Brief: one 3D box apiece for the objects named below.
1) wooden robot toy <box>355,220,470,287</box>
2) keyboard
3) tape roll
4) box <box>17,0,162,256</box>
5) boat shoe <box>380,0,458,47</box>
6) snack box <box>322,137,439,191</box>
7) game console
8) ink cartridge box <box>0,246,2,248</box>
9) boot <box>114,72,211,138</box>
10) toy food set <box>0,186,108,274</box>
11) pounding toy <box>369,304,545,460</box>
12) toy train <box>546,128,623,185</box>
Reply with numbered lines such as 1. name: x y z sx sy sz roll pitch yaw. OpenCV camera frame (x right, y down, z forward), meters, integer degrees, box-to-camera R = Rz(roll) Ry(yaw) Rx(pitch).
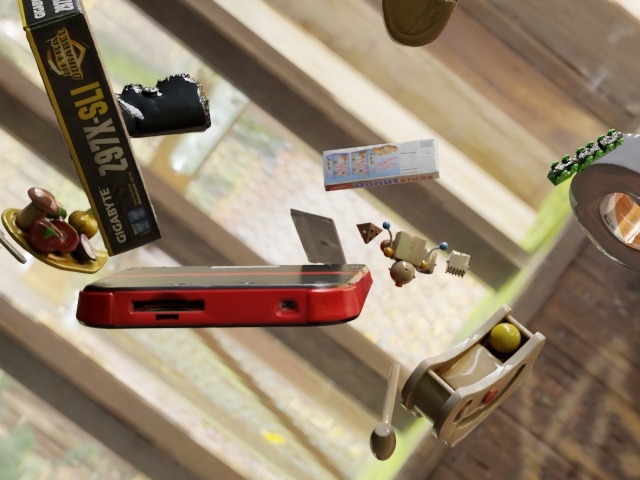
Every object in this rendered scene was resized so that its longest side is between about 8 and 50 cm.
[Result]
1. wooden robot toy: 0.123 0.034 2.046 0.076 0.173 0.079 -32 41 64
2. keyboard: 0.000 0.000 2.360 0.256 0.072 0.014 70 -150 -70
3. tape roll: 0.471 -0.047 2.093 0.072 0.219 0.219 -45 2 -27
4. box: -0.295 -0.177 1.811 0.079 0.322 0.257 -20 32 -7
5. boat shoe: 0.139 -0.432 2.092 0.123 0.123 0.342 130 143 -75
6. snack box: 0.093 -0.116 2.217 0.022 0.178 0.064 69 -163 -59
7. game console: -0.127 0.075 2.039 0.342 0.386 0.060 -32 -59 -83
8. ink cartridge box: -0.519 -0.018 2.086 0.063 0.115 0.029 -1 71 46
9. boot: -0.264 -0.183 2.148 0.246 0.207 0.094 -122 26 -68
10. toy food set: -0.366 -0.022 1.993 0.071 0.128 0.218 -51 -24 14
11. pounding toy: 0.164 0.180 1.982 0.269 0.155 0.154 -40 -26 -19
12. toy train: 0.234 -0.073 1.275 0.083 0.017 0.023 -29 -25 -23
